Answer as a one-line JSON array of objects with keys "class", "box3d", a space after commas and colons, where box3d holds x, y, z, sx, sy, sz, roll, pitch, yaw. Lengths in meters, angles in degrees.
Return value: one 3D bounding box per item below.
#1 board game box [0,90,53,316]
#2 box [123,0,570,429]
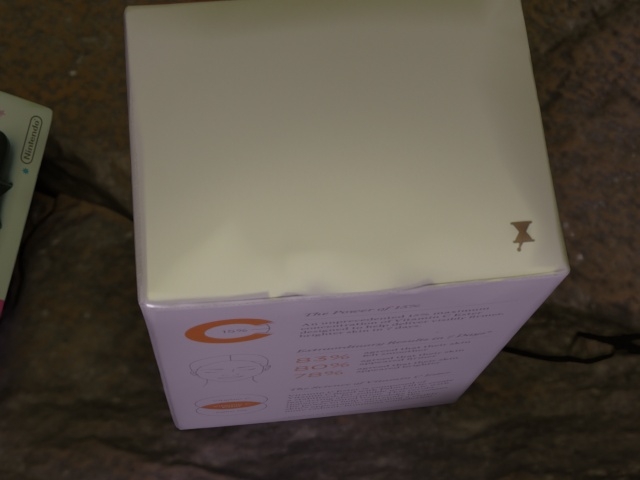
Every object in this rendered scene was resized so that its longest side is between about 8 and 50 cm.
[{"class": "board game box", "box3d": [-0.359, -0.026, 0.857, 0.303, 0.097, 0.224, 18, 69, -23]}, {"class": "box", "box3d": [0.000, 0.000, 0.800, 0.215, 0.345, 0.168, -5, 73, -6]}]
